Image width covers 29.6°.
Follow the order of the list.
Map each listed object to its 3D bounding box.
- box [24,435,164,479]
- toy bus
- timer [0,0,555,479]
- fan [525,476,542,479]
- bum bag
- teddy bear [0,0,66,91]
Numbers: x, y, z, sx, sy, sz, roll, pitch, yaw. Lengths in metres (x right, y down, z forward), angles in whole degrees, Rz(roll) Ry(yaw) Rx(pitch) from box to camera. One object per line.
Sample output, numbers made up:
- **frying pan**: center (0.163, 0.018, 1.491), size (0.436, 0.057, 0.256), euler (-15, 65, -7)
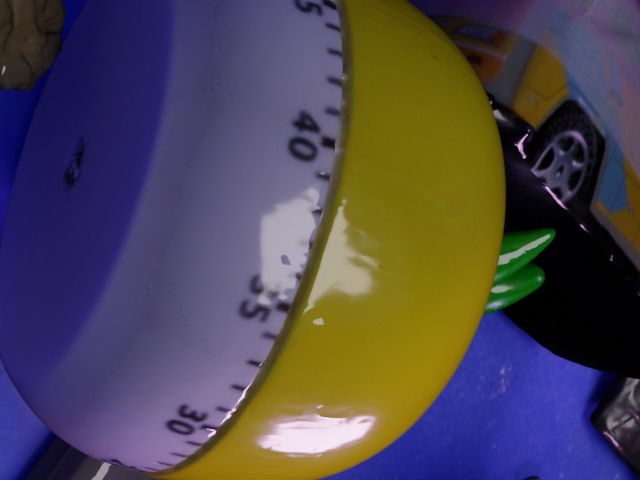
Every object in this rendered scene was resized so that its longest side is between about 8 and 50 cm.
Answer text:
- **box**: center (-0.151, 0.195, 0.717), size (0.244, 0.055, 0.103), euler (-55, 133, -10)
- **toy bus**: center (0.172, -0.054, 0.839), size (0.386, 0.171, 0.162), euler (42, 68, -42)
- **timer**: center (0.000, 0.000, 0.607), size (0.285, 0.285, 0.285), euler (-17, 117, -36)
- **fan**: center (0.185, 0.298, 1.081), size (0.038, 0.016, 0.193), euler (-20, 118, -37)
- **bum bag**: center (0.356, 0.196, 1.155), size (0.137, 0.074, 0.310), euler (-45, 131, -6)
- **teddy bear**: center (-0.229, -0.096, 0.469), size (0.256, 0.156, 0.267), euler (-43, 129, -23)
